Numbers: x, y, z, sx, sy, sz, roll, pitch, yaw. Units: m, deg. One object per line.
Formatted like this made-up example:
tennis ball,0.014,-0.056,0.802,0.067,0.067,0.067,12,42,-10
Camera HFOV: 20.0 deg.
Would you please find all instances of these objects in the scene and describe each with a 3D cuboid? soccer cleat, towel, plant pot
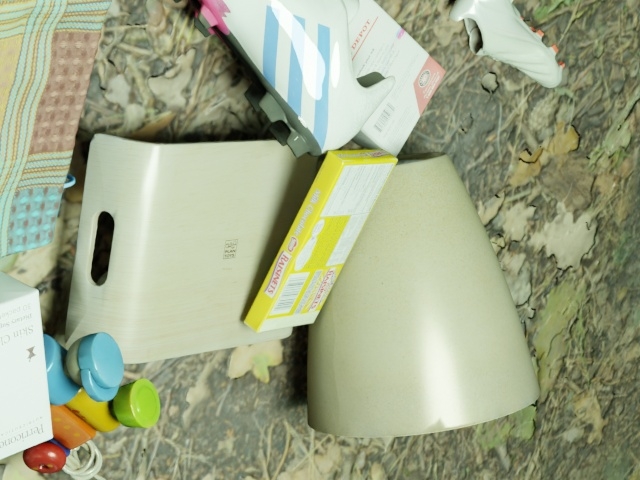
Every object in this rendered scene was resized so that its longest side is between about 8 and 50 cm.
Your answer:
soccer cleat,0.211,-0.229,2.076,0.076,0.068,0.196,-46,132,-1
towel,-0.324,-0.068,1.418,0.370,0.040,0.271,-19,136,-48
plant pot,0.095,0.048,1.965,0.256,0.256,0.274,-13,99,-40
soccer cleat,-0.051,-0.234,1.745,0.143,0.116,0.331,-39,117,-6

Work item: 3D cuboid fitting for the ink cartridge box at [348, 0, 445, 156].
ink cartridge box,0.034,-0.187,1.915,0.198,0.067,0.115,38,80,-46

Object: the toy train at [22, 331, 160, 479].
toy train,-0.214,0.167,1.742,0.248,0.143,0.105,49,39,-47

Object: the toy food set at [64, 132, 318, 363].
toy food set,-0.124,-0.005,1.835,0.306,0.092,0.220,-7,111,-51

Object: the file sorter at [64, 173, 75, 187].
file sorter,-0.285,-0.130,1.607,0.118,0.104,0.170,-15,115,-40

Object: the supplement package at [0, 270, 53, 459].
supplement package,-0.393,0.116,1.527,0.262,0.204,0.145,-22,120,-37

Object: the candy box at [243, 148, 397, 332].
candy box,0.000,0.000,1.841,0.105,0.027,0.206,-8,130,-58
